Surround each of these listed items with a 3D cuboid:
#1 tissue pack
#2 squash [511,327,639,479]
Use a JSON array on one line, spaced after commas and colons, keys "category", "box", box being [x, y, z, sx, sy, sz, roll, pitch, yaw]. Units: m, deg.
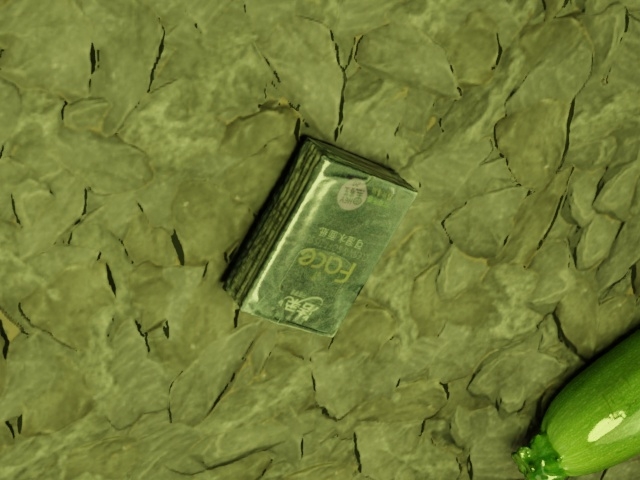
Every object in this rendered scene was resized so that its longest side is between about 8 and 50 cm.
[{"category": "tissue pack", "box": [0.000, 0.000, 1.407, 0.112, 0.051, 0.156, 19, 108, -38]}, {"category": "squash", "box": [0.366, 0.123, 1.656, 0.395, 0.107, 0.107, -31, 130, -7]}]
